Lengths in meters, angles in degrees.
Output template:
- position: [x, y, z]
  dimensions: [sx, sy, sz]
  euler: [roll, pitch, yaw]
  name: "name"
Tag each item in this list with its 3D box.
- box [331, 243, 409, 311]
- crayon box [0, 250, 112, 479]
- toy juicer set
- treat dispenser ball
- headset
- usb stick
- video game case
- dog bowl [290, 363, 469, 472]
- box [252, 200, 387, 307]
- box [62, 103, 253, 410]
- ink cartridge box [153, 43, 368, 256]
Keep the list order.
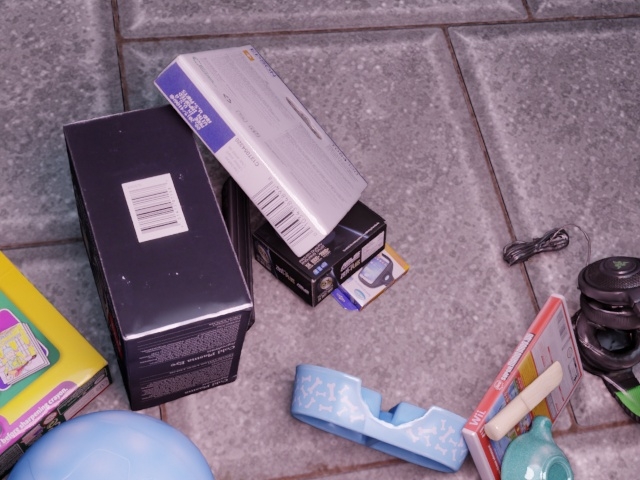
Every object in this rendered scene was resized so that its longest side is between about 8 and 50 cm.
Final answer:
- position: [0.079, 0.061, 1.501]
  dimensions: [0.136, 0.028, 0.081]
  euler: [-37, 74, -26]
  name: "box"
- position: [-0.548, 0.206, 1.268]
  dimensions: [0.313, 0.106, 0.363]
  euler: [42, 64, 14]
  name: "crayon box"
- position: [0.296, 0.358, 1.285]
  dimensions: [0.209, 0.089, 0.329]
  euler: [-5, 82, -36]
  name: "toy juicer set"
- position: [-0.273, 0.367, 1.127]
  dimensions: [0.288, 0.288, 0.288]
  euler: [4, 62, -8]
  name: "treat dispenser ball"
- position: [0.457, 0.127, 1.431]
  dimensions: [0.185, 0.243, 0.394]
  euler: [-14, 48, -7]
  name: "headset"
- position: [-0.140, 0.022, 1.454]
  dimensions: [0.045, 0.077, 0.278]
  euler: [3, 62, -16]
  name: "usb stick"
- position: [0.325, 0.250, 1.360]
  dimensions: [0.025, 0.204, 0.285]
  euler: [15, 53, 40]
  name: "video game case"
- position: [0.091, 0.275, 1.320]
  dimensions: [0.297, 0.166, 0.074]
  euler: [19, 72, 0]
  name: "dog bowl"
- position: [0.000, 0.000, 1.472]
  dimensions: [0.180, 0.077, 0.147]
  euler: [-38, 60, -25]
  name: "box"
- position: [-0.246, 0.033, 1.295]
  dimensions: [0.179, 0.312, 0.343]
  euler: [-15, 65, -16]
  name: "box"
- position: [-0.076, -0.155, 1.350]
  dimensions: [0.071, 0.330, 0.324]
  euler: [-39, 93, 19]
  name: "ink cartridge box"
